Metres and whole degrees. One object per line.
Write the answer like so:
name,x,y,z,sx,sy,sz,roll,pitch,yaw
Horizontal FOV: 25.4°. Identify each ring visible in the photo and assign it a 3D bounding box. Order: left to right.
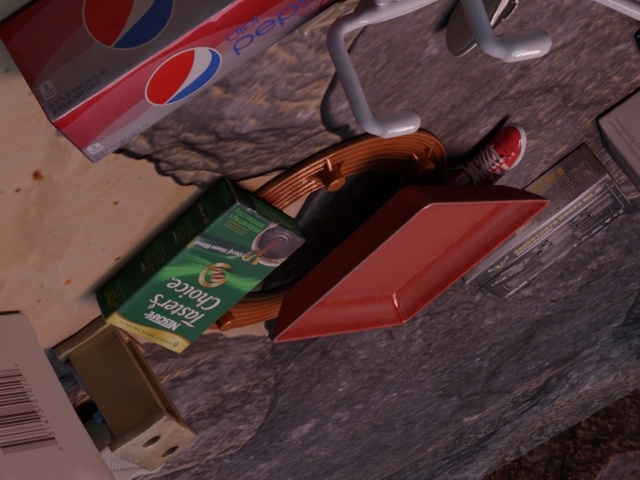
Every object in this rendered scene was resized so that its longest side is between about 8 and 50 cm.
ring,0.000,0.000,1.538,0.336,0.032,0.336,-28,157,-13

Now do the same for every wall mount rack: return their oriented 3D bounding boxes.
wall mount rack,0.177,-0.176,0.956,0.304,0.130,0.350,-22,179,-21

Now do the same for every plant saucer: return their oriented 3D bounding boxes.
plant saucer,0.094,0.016,1.581,0.259,0.048,0.258,-43,157,31

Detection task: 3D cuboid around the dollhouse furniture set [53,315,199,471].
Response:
dollhouse furniture set,-0.246,0.193,1.461,0.183,0.129,0.129,-35,158,-1

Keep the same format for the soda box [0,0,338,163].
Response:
soda box,-0.083,-0.170,0.984,0.263,0.092,0.083,-34,159,1

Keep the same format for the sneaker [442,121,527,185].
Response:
sneaker,0.181,-0.085,1.598,0.067,0.042,0.118,-20,157,-39

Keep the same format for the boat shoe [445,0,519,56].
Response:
boat shoe,0.157,-0.218,1.288,0.038,0.046,0.125,-6,137,-41

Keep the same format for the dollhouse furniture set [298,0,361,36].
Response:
dollhouse furniture set,0.034,-0.224,1.131,0.076,0.058,0.151,-24,177,-41

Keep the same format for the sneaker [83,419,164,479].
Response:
sneaker,-0.273,0.236,1.610,0.151,0.094,0.256,-3,-166,23

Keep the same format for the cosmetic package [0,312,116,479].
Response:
cosmetic package,-0.384,0.268,1.318,0.385,0.217,0.156,-45,156,29

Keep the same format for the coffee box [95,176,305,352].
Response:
coffee box,-0.116,0.028,1.381,0.184,0.040,0.113,-40,140,16

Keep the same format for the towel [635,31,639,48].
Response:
towel,0.411,-0.246,1.602,0.119,0.029,0.067,-38,156,7

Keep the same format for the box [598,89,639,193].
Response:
box,0.468,-0.116,1.746,0.182,0.181,0.119,-35,158,3

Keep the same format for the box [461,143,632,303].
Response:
box,0.289,-0.016,1.873,0.231,0.056,0.183,-39,157,11
